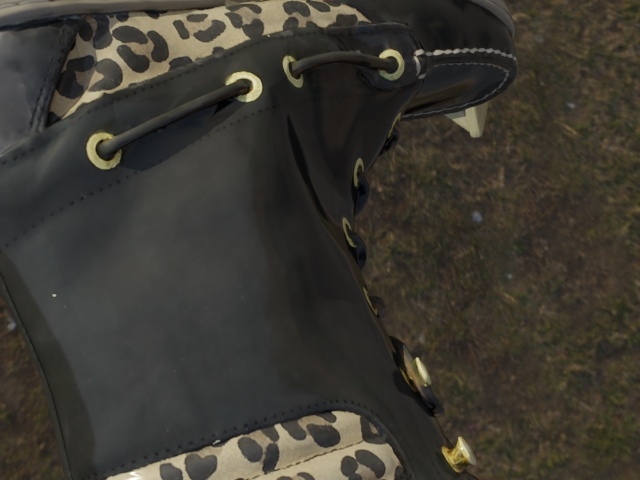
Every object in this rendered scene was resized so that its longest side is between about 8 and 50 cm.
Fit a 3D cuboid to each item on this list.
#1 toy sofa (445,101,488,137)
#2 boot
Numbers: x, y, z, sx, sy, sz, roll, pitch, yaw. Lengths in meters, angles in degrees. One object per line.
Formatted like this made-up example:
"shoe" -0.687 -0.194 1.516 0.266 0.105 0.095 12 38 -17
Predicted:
"toy sofa" 0.070 -0.244 1.500 0.363 0.150 0.177 -6 118 18
"boot" 0.000 0.000 0.495 0.138 0.377 0.284 -32 73 44
